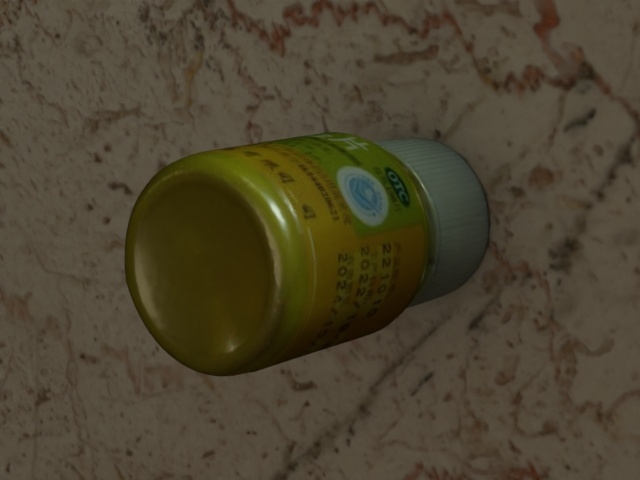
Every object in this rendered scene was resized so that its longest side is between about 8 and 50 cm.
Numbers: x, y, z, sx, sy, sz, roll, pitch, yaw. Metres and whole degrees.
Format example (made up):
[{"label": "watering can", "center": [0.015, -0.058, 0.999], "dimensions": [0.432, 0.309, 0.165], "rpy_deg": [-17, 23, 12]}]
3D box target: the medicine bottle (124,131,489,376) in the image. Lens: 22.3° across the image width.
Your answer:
[{"label": "medicine bottle", "center": [0.000, 0.000, 1.702], "dimensions": [0.224, 0.384, 0.224], "rpy_deg": [7, 102, 37]}]
